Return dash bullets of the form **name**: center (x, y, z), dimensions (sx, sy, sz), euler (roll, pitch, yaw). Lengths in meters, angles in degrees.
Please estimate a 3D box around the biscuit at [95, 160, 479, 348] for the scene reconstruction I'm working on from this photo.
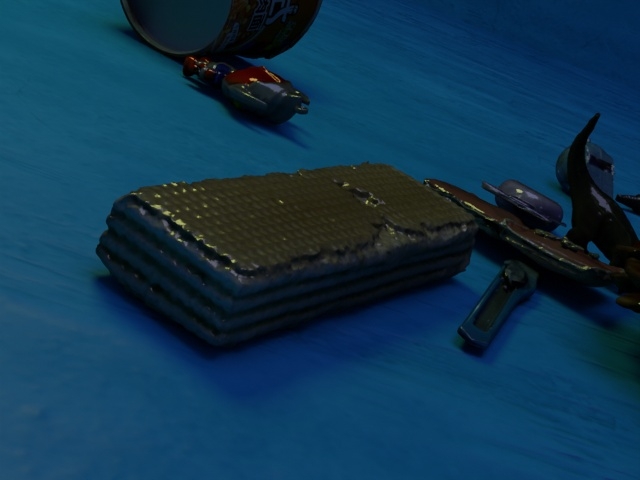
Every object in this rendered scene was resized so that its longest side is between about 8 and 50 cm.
- **biscuit**: center (0.000, 0.000, 0.957), dimensions (0.144, 0.078, 0.426), euler (33, 22, 23)

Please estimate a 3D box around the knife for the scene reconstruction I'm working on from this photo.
- **knife**: center (0.182, 0.057, 1.089), dimensions (0.044, 0.026, 0.296), euler (38, 21, 7)

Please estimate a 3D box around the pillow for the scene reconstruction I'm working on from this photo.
- **pillow**: center (0.228, -0.007, 1.258), dimensions (0.232, 0.043, 0.126), euler (32, 8, 29)

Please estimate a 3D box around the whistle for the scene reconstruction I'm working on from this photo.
- **whistle**: center (0.393, -0.092, 1.654), dimensions (0.090, 0.090, 0.158), euler (18, 59, -14)

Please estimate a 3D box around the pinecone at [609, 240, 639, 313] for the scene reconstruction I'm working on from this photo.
- **pinecone**: center (0.490, 0.015, 1.046), dimensions (0.384, 0.384, 0.384), euler (20, 20, -8)

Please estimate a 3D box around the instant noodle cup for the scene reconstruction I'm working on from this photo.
- **instant noodle cup**: center (-0.146, -0.360, 1.528), dimensions (0.250, 0.250, 0.192), euler (30, 30, 20)

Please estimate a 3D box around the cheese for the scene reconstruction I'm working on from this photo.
- **cheese**: center (0.256, -0.043, 1.372), dimensions (0.105, 0.042, 0.191), euler (31, 11, 14)

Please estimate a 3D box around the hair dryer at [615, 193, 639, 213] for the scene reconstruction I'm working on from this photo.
- **hair dryer**: center (0.557, -0.038, 1.730), dimensions (0.195, 0.050, 0.173), euler (4, 26, -33)

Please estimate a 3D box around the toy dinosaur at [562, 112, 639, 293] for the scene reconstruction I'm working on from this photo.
- **toy dinosaur**: center (0.360, -0.035, 1.294), dimensions (0.187, 0.179, 0.087), euler (33, 23, 20)

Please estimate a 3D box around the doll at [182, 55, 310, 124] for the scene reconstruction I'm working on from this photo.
- **doll**: center (-0.092, -0.192, 1.389), dimensions (0.195, 0.062, 0.104), euler (26, 1, 32)
